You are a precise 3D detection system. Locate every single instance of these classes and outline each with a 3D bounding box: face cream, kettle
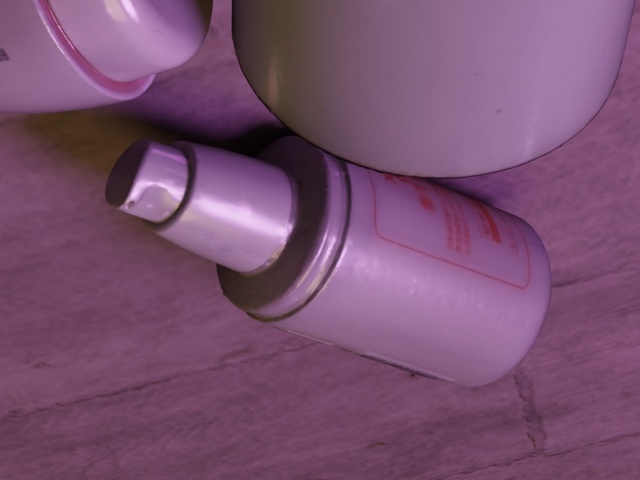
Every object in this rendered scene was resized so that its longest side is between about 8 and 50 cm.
[{"bbox_3d":[-0.107,-0.108,0.687,0.104,0.117,0.117,-13,147,21],"label":"face cream"},{"bbox_3d":[0.022,-0.164,0.621,0.221,0.161,0.236,19,146,11],"label":"kettle"},{"bbox_3d":[0.000,0.000,0.886,0.251,0.101,0.101,20,136,-36],"label":"face cream"}]
